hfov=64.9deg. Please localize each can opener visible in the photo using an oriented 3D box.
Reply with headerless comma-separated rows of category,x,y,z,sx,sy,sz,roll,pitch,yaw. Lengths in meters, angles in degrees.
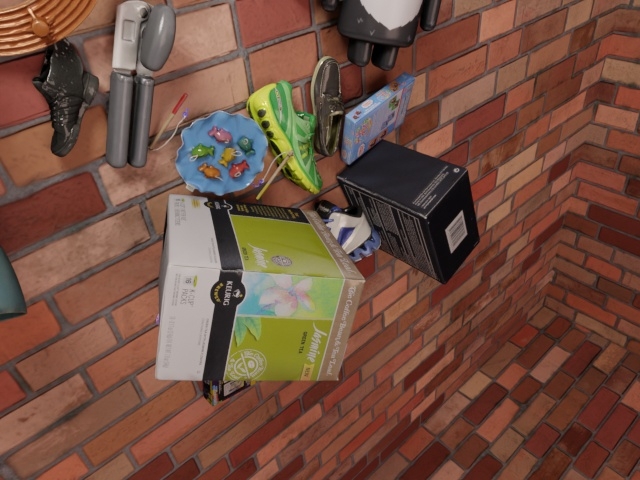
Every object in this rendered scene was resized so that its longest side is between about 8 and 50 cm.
can opener,-0.305,-0.249,0.831,0.074,0.093,0.280,-8,125,-45

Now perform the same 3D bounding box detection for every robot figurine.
robot figurine,0.130,-0.504,1.045,0.209,0.174,0.278,-19,128,-48

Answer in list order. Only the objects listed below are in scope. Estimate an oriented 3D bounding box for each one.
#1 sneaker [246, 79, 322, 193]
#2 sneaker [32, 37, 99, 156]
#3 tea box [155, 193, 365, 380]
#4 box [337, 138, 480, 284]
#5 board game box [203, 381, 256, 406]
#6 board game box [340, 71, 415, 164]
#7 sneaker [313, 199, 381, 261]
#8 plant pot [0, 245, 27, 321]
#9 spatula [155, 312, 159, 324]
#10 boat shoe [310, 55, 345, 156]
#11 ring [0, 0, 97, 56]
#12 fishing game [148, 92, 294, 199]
sneaker,-0.047,-0.215,1.101,0.123,0.109,0.295,-42,138,-13
sneaker,-0.404,-0.221,0.773,0.089,0.051,0.170,23,92,-51
tea box,-0.134,0.079,0.952,0.324,0.329,0.220,5,112,-18
box,0.240,-0.083,1.342,0.182,0.294,0.296,-47,140,-16
board game box,-0.235,0.327,1.310,0.141,0.048,0.170,-20,128,-40
board game box,0.140,-0.302,1.255,0.211,0.039,0.160,-41,160,-22
sneaker,0.001,-0.001,1.300,0.315,0.127,0.182,-34,122,-19
plant pot,-0.552,0.026,0.640,0.290,0.290,0.195,-6,82,-44
spatula,-0.252,0.185,1.212,0.296,0.030,0.084,21,97,-50
boat shoe,0.023,-0.299,1.147,0.080,0.073,0.223,-17,126,-39
ring,-0.422,-0.381,0.588,0.337,0.032,0.336,-18,135,-19
fishing game,-0.191,-0.161,0.981,0.264,0.041,0.189,26,115,-40
